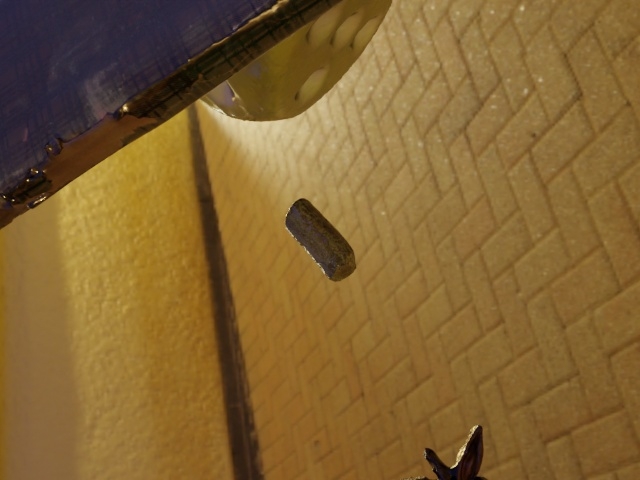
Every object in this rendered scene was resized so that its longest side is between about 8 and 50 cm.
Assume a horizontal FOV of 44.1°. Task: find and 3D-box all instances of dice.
[{"bbox_3d":[-0.066,-0.284,0.842,0.238,0.227,0.233,39,156,11],"label":"dice"}]

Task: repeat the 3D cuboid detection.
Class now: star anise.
[{"bbox_3d":[0.182,0.320,1.037,0.140,0.158,0.144,48,-174,8],"label":"star anise"}]

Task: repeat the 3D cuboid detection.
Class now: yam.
[{"bbox_3d":[0.000,0.000,0.858,0.094,0.043,0.043,47,142,19],"label":"yam"}]

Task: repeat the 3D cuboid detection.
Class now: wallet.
[{"bbox_3d":[-0.099,-0.141,0.463,0.044,0.317,0.169,39,-158,-57],"label":"wallet"}]
